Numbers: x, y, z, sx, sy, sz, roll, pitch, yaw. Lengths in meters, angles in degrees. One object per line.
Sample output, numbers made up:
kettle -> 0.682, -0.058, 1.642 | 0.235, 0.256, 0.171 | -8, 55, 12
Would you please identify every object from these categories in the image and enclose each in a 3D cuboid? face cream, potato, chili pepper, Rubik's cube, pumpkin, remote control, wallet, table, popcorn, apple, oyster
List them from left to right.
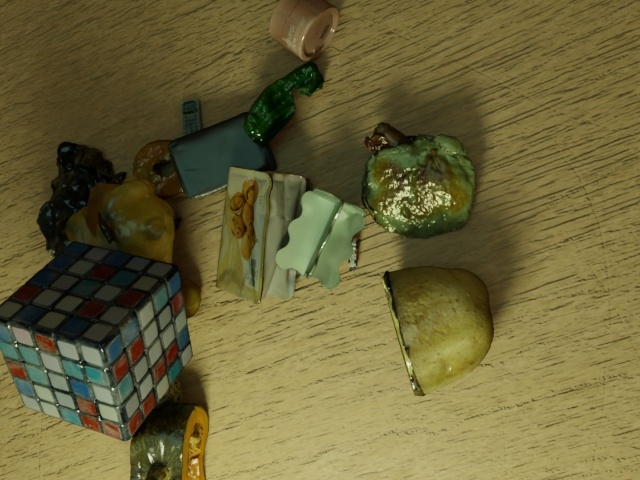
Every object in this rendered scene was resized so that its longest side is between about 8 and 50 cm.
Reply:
oyster -> -0.689, -0.089, 1.781 | 0.222, 0.096, 0.360 | 23, 90, 23
Rubik's cube -> -0.484, 0.211, 1.435 | 0.287, 0.293, 0.291 | 11, 125, 17
popcorn -> -0.475, -0.025, 1.637 | 0.316, 0.281, 0.297 | 37, 124, 36
pumpkin -> -0.367, 0.550, 1.568 | 0.140, 0.222, 0.316 | 4, 86, 17
apple -> -0.359, 0.147, 1.661 | 0.114, 0.099, 0.101 | 6, 94, 32
remote control -> -0.340, -0.312, 1.732 | 0.053, 0.018, 0.124 | -6, 84, 15
wallet -> -0.250, -0.216, 1.658 | 0.246, 0.052, 0.168 | -20, 86, -2
chili pepper -> -0.095, -0.344, 1.614 | 0.099, 0.083, 0.253 | 41, 82, 8
face cream -> -0.039, -0.529, 1.594 | 0.104, 0.149, 0.149 | 38, 96, 15
table -> 0.000, 0.000, 1.521 | 0.167, 0.166, 0.198 | 22, 83, 16
potato -> 0.266, 0.177, 1.426 | 0.243, 0.242, 0.285 | -18, 66, 14

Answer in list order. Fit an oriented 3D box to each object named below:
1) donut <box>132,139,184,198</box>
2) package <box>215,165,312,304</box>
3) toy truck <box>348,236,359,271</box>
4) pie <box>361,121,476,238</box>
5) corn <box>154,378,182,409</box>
donut -> -0.402, -0.183, 1.719 | 0.179, 0.065, 0.162 | 13, 84, 18
package -> -0.130, -0.016, 1.599 | 0.221, 0.165, 0.310 | 14, 99, 51
toy truck -> 0.080, 0.034, 1.579 | 0.024, 0.032, 0.083 | 3, 84, 13
pie -> 0.222, -0.130, 1.525 | 0.275, 0.105, 0.256 | 14, 104, 19
corn -> -0.451, 0.405, 1.677 | 0.211, 0.087, 0.086 | -22, 80, 17
